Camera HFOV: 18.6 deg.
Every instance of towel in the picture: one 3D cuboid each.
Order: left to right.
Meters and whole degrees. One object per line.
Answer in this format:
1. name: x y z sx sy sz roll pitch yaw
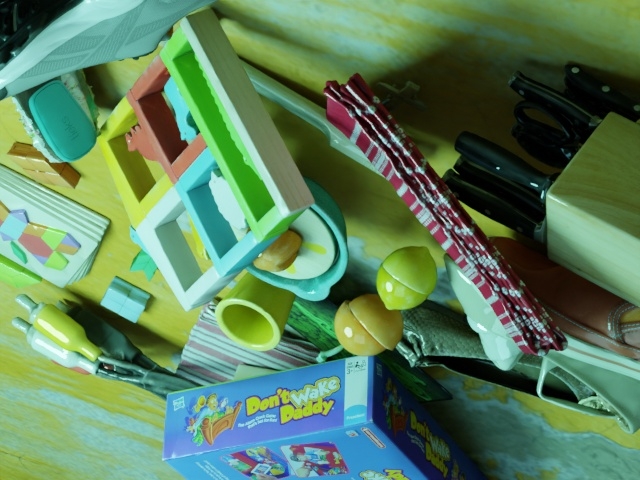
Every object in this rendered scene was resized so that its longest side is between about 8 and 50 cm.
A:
1. towel: -0.079 0.137 2.121 0.144 0.029 0.197 23 150 -2
2. towel: 0.095 -0.016 1.574 0.275 0.031 0.199 52 179 2

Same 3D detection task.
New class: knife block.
1. knife block: 0.222 -0.012 1.479 0.242 0.275 0.088 -10 145 1

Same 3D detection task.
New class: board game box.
1. board game box: 0.020 0.248 2.054 0.233 0.078 0.347 -12 145 22

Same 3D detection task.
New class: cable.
1. cable: -0.212 0.154 2.140 0.287 0.072 0.139 33 159 23

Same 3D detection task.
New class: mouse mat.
1. mouse mat: 0.034 0.109 1.969 0.190 0.007 0.152 37 161 -14

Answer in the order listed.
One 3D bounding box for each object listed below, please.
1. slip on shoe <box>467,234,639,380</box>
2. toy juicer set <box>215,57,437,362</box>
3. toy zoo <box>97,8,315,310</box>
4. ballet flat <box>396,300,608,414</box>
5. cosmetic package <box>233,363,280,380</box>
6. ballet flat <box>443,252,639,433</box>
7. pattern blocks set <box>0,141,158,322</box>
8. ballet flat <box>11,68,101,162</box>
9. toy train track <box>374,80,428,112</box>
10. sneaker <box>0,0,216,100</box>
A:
1. slip on shoe: 0.282 0.061 1.686 0.331 0.123 0.101 23 115 15
2. toy juicer set: 0.000 0.000 1.755 0.209 0.089 0.329 17 138 16
3. toy zoo: -0.117 -0.057 1.741 0.192 0.030 0.293 62 148 8
4. ballet flat: 0.184 0.125 1.881 0.250 0.058 0.084 20 148 9
5. cosmetic package: -0.035 0.171 2.076 0.115 0.041 0.060 8 148 20
6. ballet flat: 0.204 0.100 1.788 0.248 0.086 0.086 30 149 -8
7. pattern blocks set: -0.318 -0.022 2.044 0.325 0.026 0.285 22 150 3
8. ballet flat: -0.260 -0.164 1.740 0.077 0.091 0.241 46 158 36
9. toy train track: 0.062 -0.120 1.639 0.048 0.014 0.083 26 156 -16
10. sneaker: -0.192 -0.173 1.595 0.271 0.100 0.108 -27 136 26
